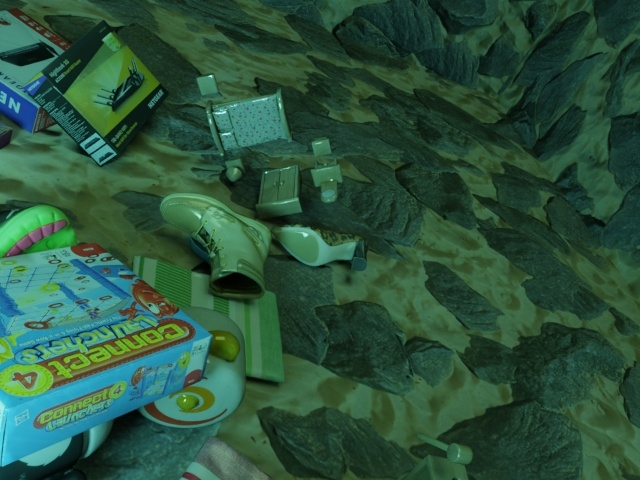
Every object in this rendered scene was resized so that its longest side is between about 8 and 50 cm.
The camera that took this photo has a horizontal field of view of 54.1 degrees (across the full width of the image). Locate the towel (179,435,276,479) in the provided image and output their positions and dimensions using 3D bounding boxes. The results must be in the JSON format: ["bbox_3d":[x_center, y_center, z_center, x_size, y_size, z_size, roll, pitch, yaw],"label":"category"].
[{"bbox_3d":[-0.150,0.478,0.951,0.237,0.037,0.329,33,34,2],"label":"towel"}]

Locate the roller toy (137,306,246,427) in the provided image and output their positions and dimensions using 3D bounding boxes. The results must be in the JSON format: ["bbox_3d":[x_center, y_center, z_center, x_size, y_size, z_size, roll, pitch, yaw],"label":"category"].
[{"bbox_3d":[-0.221,0.222,1.066,0.209,0.191,0.146,-14,42,4],"label":"roller toy"}]

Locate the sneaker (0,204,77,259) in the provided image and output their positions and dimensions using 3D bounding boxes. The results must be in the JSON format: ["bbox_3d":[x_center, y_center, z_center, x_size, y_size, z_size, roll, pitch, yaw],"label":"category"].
[{"bbox_3d":[-0.614,0.093,0.973,0.202,0.185,0.483,8,29,36],"label":"sneaker"}]

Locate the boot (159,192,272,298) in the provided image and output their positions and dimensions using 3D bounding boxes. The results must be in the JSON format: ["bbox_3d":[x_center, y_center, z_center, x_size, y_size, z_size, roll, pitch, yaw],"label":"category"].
[{"bbox_3d":[-0.231,0.013,1.346,0.262,0.095,0.203,25,36,-19],"label":"boot"}]

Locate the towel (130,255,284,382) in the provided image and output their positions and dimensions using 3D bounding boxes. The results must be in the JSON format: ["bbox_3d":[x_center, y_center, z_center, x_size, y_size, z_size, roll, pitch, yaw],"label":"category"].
[{"bbox_3d":[-0.233,0.160,1.277,0.325,0.038,0.248,17,38,-24],"label":"towel"}]

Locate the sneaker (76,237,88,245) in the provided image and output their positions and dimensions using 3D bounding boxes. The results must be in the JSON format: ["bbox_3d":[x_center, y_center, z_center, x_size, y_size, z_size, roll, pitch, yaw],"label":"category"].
[{"bbox_3d":[-0.469,0.065,1.176,0.086,0.064,0.192,24,32,-4],"label":"sneaker"}]

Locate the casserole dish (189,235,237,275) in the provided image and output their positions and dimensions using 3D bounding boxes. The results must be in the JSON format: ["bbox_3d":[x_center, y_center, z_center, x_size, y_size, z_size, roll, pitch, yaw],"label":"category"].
[{"bbox_3d":[-0.221,0.030,1.444,0.188,0.037,0.114,38,34,5],"label":"casserole dish"}]

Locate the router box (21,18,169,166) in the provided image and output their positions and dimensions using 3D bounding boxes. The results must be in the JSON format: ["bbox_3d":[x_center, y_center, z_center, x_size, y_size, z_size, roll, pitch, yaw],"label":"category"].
[{"bbox_3d":[-0.532,-0.364,1.527,0.243,0.081,0.309,49,35,-26],"label":"router box"}]

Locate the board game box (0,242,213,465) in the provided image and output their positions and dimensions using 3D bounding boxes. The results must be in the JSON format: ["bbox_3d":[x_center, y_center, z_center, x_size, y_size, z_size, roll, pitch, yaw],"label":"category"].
[{"bbox_3d":[-0.367,0.129,0.877,0.302,0.086,0.308,31,26,29],"label":"board game box"}]

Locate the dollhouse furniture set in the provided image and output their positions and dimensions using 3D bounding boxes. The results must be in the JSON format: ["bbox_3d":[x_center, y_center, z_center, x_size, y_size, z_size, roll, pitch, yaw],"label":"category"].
[{"bbox_3d":[-0.122,-0.251,1.578,0.303,0.355,0.174,-10,38,7],"label":"dollhouse furniture set"}]

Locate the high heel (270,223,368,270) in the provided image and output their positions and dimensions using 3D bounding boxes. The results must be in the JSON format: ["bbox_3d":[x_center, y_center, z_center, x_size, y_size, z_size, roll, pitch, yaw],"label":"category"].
[{"bbox_3d":[0.000,0.000,1.641,0.261,0.093,0.186,20,18,-4],"label":"high heel"}]

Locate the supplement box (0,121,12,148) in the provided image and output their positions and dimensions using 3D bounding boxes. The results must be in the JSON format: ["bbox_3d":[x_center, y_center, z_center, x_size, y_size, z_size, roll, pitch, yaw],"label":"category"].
[{"bbox_3d":[-0.726,-0.238,1.365,0.083,0.043,0.055,28,34,-5],"label":"supplement box"}]

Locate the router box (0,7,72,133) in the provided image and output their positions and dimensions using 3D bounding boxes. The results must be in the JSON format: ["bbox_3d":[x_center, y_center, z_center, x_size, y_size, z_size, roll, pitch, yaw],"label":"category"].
[{"bbox_3d":[-0.736,-0.431,1.560,0.335,0.082,0.301,34,34,1],"label":"router box"}]

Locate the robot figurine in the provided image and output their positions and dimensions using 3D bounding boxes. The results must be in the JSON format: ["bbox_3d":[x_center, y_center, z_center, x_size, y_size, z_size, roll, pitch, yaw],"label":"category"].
[{"bbox_3d":[-0.427,0.258,0.875,0.174,0.209,0.278,18,22,38],"label":"robot figurine"}]

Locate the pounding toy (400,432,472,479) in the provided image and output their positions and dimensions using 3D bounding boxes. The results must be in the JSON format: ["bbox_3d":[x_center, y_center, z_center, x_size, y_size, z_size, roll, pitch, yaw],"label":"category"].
[{"bbox_3d":[0.230,0.442,1.145,0.094,0.206,0.181,18,37,-21],"label":"pounding toy"}]
